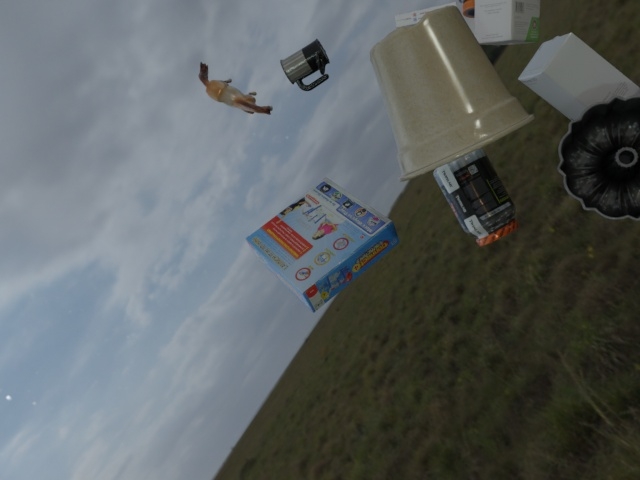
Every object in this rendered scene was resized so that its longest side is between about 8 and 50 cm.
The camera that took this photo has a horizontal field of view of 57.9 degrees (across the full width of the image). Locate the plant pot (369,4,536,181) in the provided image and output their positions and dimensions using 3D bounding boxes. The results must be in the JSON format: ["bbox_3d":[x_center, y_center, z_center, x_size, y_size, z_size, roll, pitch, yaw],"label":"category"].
[{"bbox_3d":[0.271,-0.343,1.330,0.333,0.306,0.334,-26,4,2],"label":"plant pot"}]

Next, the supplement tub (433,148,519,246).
[{"bbox_3d":[0.584,-0.161,2.155,0.207,0.338,0.207,-28,-5,-2],"label":"supplement tub"}]

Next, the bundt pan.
[{"bbox_3d":[0.795,-0.206,1.524,0.331,0.330,0.124,-56,-19,6],"label":"bundt pan"}]

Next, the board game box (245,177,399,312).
[{"bbox_3d":[0.000,0.000,1.575,0.302,0.308,0.086,-38,-46,-13],"label":"board game box"}]

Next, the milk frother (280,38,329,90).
[{"bbox_3d":[-0.046,-0.532,1.758,0.134,0.129,0.143,-27,-6,15],"label":"milk frother"}]

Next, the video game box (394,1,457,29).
[{"bbox_3d":[0.344,-0.670,1.825,0.205,0.186,0.048,9,-102,-72],"label":"video game box"}]

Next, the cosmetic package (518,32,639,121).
[{"bbox_3d":[0.849,-0.483,1.855,0.155,0.365,0.197,-56,7,6],"label":"cosmetic package"}]

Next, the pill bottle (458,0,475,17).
[{"bbox_3d":[0.530,-0.891,1.966,0.130,0.130,0.246,55,-141,-85],"label":"pill bottle"}]

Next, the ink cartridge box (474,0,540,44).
[{"bbox_3d":[0.534,-0.746,1.646,0.207,0.119,0.354,-19,-69,-46],"label":"ink cartridge box"}]

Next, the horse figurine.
[{"bbox_3d":[-0.256,-0.431,1.703,0.066,0.263,0.174,-61,5,22],"label":"horse figurine"}]
